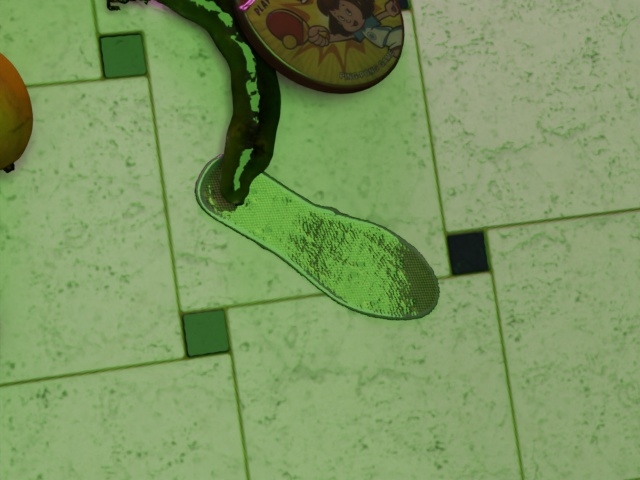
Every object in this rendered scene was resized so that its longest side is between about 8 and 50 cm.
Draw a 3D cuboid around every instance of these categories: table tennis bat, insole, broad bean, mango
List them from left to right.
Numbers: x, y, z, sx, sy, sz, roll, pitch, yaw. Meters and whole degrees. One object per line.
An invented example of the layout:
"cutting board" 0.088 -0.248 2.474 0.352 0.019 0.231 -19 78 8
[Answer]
"mango" -0.416 -0.158 1.330 0.227 0.109 0.147 26 103 -10
"broad bean" -0.118 -0.192 1.434 0.144 0.049 0.292 -30 89 -13
"table tennis bat" -0.035 -0.296 1.452 0.310 0.038 0.200 38 62 -11
"insole" 0.000 0.000 1.463 0.322 0.007 0.109 31 78 -9
